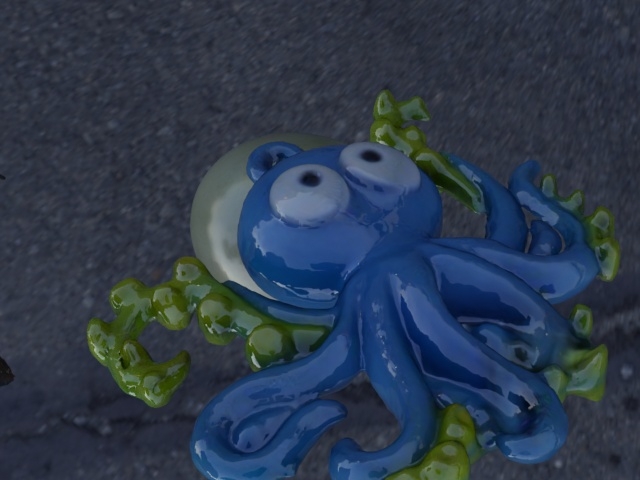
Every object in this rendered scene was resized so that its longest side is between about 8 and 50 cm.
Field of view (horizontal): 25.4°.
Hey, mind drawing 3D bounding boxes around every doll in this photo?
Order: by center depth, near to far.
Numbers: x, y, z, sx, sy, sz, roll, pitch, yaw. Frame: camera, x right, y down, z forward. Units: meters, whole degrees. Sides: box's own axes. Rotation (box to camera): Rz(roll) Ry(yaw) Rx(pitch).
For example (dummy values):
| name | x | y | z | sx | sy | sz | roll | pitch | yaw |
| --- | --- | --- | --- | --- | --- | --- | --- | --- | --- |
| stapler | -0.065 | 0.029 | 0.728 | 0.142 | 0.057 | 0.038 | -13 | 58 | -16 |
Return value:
| name | x | y | z | sx | sy | sz | roll | pitch | yaw |
| --- | --- | --- | --- | --- | --- | --- | --- | --- | --- |
| doll | 0.040 | 0.026 | 0.911 | 0.341 | 0.346 | 0.098 | 41 | 149 | 43 |

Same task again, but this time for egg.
| name | x | y | z | sx | sy | sz | roll | pitch | yaw |
| --- | --- | --- | --- | --- | --- | --- | --- | --- | --- |
| egg | 0.000 | 0.000 | 1.347 | 0.254 | 0.188 | 0.188 | 20 | 115 | -19 |

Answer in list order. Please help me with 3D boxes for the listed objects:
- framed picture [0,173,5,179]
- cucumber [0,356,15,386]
| name | x | y | z | sx | sy | sz | roll | pitch | yaw |
| --- | --- | --- | --- | --- | --- | --- | --- | --- | --- |
| framed picture | -0.567 | -0.169 | 1.787 | 0.324 | 0.244 | 0.013 | 29 | 85 | 6 |
| cucumber | -0.600 | 0.155 | 1.955 | 0.359 | 0.096 | 0.096 | 17 | 113 | -11 |
